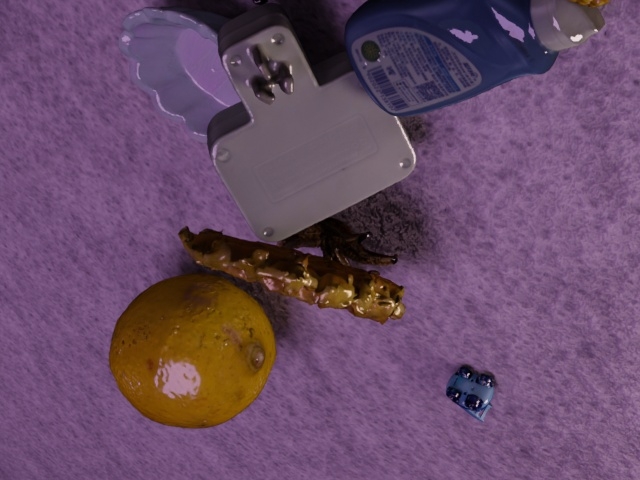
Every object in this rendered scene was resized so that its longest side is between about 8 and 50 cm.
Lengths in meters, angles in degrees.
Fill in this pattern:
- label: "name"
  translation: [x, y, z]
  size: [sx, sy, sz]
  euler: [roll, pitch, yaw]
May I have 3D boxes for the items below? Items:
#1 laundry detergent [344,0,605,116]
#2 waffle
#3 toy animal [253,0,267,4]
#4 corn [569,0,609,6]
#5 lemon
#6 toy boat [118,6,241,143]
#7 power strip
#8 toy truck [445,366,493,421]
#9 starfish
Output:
- label: "laundry detergent"
  translation: [0.168, -0.228, 1.244]
  size: [0.290, 0.094, 0.143]
  euler: [-9, 119, 41]
- label: "waffle"
  translation: [-0.029, 0.045, 1.526]
  size: [0.302, 0.068, 0.325]
  euler: [15, -179, 40]
- label: "toy animal"
  translation: [-0.074, -0.362, 1.270]
  size: [0.121, 0.117, 0.210]
  euler: [43, 147, 3]
- label: "corn"
  translation: [0.149, -0.348, 1.098]
  size: [0.363, 0.120, 0.120]
  euler: [31, 144, 3]
- label: "lemon"
  translation: [-0.204, 0.181, 1.864]
  size: [0.310, 0.258, 0.258]
  euler: [-7, 126, 48]
- label: "toy boat"
  translation: [-0.127, -0.210, 1.496]
  size: [0.290, 0.100, 0.199]
  euler: [44, 144, -9]
- label: "power strip"
  translation: [-0.028, -0.143, 1.372]
  size: [0.229, 0.141, 0.261]
  euler: [-26, 120, 5]
- label: "toy truck"
  translation: [0.233, 0.241, 1.743]
  size: [0.073, 0.056, 0.090]
  euler: [20, 155, 29]
- label: "starfish"
  translation: [0.005, -0.006, 1.655]
  size: [0.238, 0.057, 0.213]
  euler: [2, 139, 49]
